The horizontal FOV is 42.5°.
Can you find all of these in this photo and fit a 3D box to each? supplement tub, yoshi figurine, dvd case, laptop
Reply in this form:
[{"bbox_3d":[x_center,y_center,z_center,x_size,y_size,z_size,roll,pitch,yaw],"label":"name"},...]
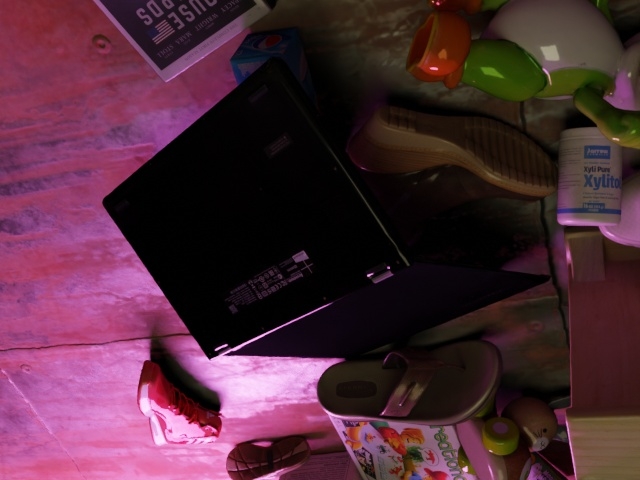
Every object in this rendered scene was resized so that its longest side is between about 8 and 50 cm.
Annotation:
[{"bbox_3d":[0.304,-0.071,0.931,0.071,0.071,0.107,1,90,15],"label":"supplement tub"},{"bbox_3d":[0.282,-0.187,0.796,0.362,0.203,0.203,17,123,-7],"label":"yoshi figurine"},{"bbox_3d":[-0.190,-0.313,0.925,0.179,0.029,0.239,-25,118,32],"label":"dvd case"},{"bbox_3d":[0.000,0.000,1.061,0.382,0.236,0.408,-29,97,42],"label":"laptop"}]

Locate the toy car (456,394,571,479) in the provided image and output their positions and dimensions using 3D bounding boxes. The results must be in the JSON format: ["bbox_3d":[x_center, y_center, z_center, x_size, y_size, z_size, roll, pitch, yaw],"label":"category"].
[{"bbox_3d":[0.310,0.290,1.227,0.188,0.149,0.155,-12,125,-11],"label":"toy car"}]

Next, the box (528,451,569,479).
[{"bbox_3d":[0.379,0.398,1.270,0.105,0.179,0.043,41,95,-19],"label":"box"}]

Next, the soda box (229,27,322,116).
[{"bbox_3d":[-0.039,-0.144,0.995,0.067,0.071,0.210,-2,128,19],"label":"soda box"}]

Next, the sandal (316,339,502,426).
[{"bbox_3d":[0.119,0.211,1.206,0.303,0.120,0.086,-14,148,26],"label":"sandal"}]

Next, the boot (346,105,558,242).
[{"bbox_3d":[0.146,-0.064,1.025,0.248,0.090,0.207,17,145,-3],"label":"boot"}]

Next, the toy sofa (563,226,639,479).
[{"bbox_3d":[0.361,0.140,0.933,0.150,0.362,0.177,-6,120,20],"label":"toy sofa"}]

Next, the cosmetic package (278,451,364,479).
[{"bbox_3d":[-0.008,0.514,1.378,0.160,0.309,0.113,-12,124,25],"label":"cosmetic package"}]

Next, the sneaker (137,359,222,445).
[{"bbox_3d":[-0.233,0.278,1.409,0.128,0.087,0.221,1,142,3],"label":"sneaker"}]

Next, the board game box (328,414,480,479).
[{"bbox_3d":[0.149,0.346,1.365,0.193,0.053,0.305,-11,125,22],"label":"board game box"}]

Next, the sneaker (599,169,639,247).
[{"bbox_3d":[0.428,-0.053,0.876,0.292,0.110,0.118,-12,170,42],"label":"sneaker"}]

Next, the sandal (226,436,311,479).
[{"bbox_3d":[-0.090,0.397,1.474,0.180,0.072,0.049,-18,144,23],"label":"sandal"}]
